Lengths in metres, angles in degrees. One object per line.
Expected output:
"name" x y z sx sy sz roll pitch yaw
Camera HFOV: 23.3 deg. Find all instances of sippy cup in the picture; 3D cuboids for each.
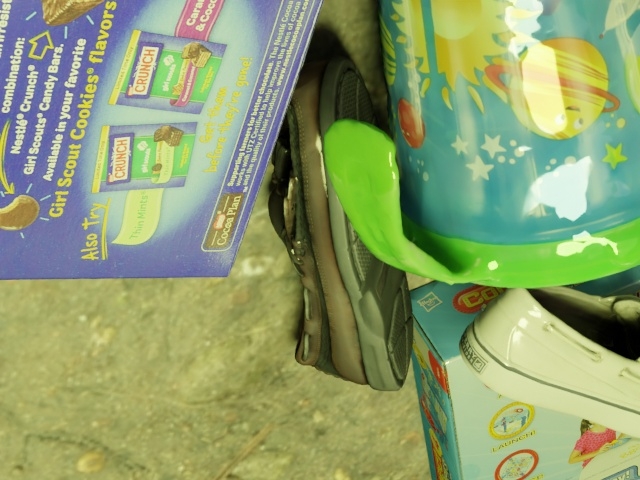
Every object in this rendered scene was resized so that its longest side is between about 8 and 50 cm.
"sippy cup" 0.136 -0.125 1.000 0.240 0.305 0.224 -8 124 15

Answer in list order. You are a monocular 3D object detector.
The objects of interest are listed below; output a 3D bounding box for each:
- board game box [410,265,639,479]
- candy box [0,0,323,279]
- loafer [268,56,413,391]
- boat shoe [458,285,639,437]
"board game box" 0.239 0.121 1.348 0.308 0.086 0.302 -21 134 -10
"candy box" -0.179 -0.112 0.905 0.317 0.122 0.268 0 128 -29
"loafer" 0.000 0.000 1.111 0.095 0.109 0.302 2 136 17
"boat shoe" 0.231 0.084 1.191 0.267 0.096 0.088 18 122 -28
